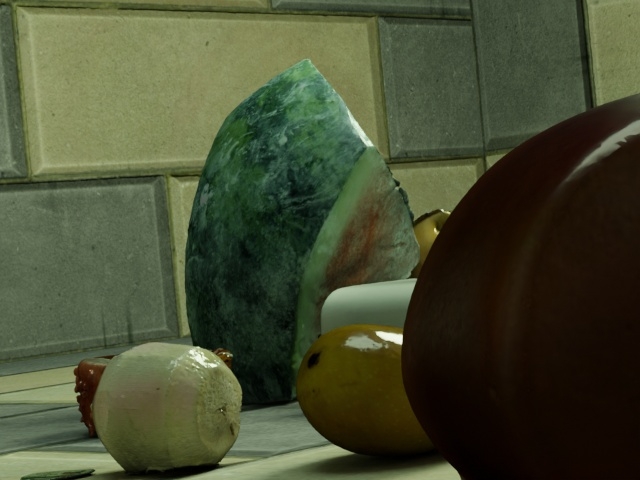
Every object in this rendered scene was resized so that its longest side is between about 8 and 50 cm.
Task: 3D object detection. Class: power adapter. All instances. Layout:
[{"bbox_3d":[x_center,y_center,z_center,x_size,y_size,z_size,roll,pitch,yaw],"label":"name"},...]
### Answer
[{"bbox_3d":[0.108,0.098,1.780,0.187,0.124,0.255,-4,0,-45],"label":"power adapter"}]

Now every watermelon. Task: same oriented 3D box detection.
[{"bbox_3d":[0.000,0.000,1.959,0.258,0.387,0.228,12,1,-45],"label":"watermelon"}]

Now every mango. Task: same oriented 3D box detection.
[{"bbox_3d":[0.074,0.117,1.358,0.136,0.099,0.227,-12,-12,43],"label":"mango"}]

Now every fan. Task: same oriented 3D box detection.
[{"bbox_3d":[-0.209,0.188,1.405,0.060,0.003,0.080,-6,0,-12],"label":"fan"}]

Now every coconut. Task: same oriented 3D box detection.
[{"bbox_3d":[-0.129,0.136,1.399,0.124,0.110,0.110,-3,2,31],"label":"coconut"}]

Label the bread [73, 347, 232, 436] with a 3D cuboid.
[{"bbox_3d":[-0.164,0.150,1.752,0.160,0.073,0.160,-3,3,0],"label":"bread"}]

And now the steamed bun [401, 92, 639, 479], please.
[{"bbox_3d":[0.246,0.023,1.110,0.379,0.248,0.235,-7,0,-14],"label":"steamed bun"}]

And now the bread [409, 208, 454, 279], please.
[{"bbox_3d":[0.184,0.074,2.090,0.204,0.162,0.262,-7,-42,5],"label":"bread"}]
